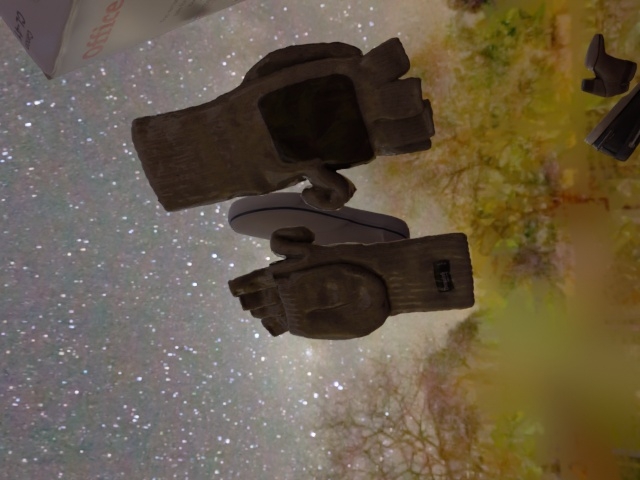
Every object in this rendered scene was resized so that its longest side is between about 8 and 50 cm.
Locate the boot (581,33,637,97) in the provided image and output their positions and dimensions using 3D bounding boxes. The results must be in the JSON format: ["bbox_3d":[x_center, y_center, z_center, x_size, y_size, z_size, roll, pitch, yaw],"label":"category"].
[{"bbox_3d":[0.542,-0.325,0.898,0.042,0.086,0.118,-84,-8,-51],"label":"boot"}]

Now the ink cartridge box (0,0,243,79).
[{"bbox_3d":[-0.095,-0.276,0.367,0.306,0.226,0.131,-41,-75,-34],"label":"ink cartridge box"}]

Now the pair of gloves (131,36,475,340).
[{"bbox_3d":[-0.002,-0.021,0.370,0.042,0.204,0.240,-85,-27,-56],"label":"pair of gloves"}]

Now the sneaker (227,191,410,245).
[{"bbox_3d":[0.000,0.000,0.657,0.094,0.258,0.091,109,168,-62],"label":"sneaker"}]

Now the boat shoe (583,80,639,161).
[{"bbox_3d":[0.453,-0.193,0.645,0.065,0.206,0.075,46,-173,15],"label":"boat shoe"}]
